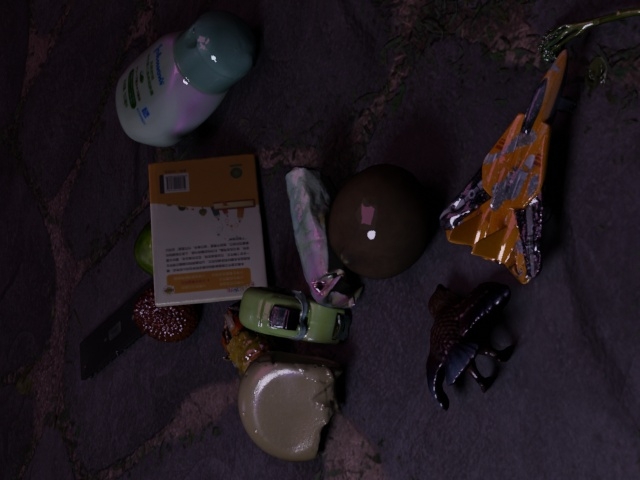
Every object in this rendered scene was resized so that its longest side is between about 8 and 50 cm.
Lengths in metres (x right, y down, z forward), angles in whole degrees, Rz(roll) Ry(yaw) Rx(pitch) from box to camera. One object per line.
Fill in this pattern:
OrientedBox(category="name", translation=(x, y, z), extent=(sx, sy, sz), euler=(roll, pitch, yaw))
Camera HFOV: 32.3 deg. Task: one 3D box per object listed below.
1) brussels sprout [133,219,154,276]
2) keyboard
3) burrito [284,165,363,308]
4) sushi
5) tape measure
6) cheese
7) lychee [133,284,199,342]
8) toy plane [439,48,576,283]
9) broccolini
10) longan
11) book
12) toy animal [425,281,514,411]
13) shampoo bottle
OrientedBox(category="brussels sprout", translation=(-0.272, 0.013, 2.136), extent=(0.180, 0.161, 0.144), euler=(-24, 58, 33))
OrientedBox(category="keyboard", translation=(-0.435, 0.202, 2.389), extent=(0.317, 0.027, 0.106), euler=(-37, 52, 38))
OrientedBox(category="burrito", translation=(0.000, 0.000, 1.837), extent=(0.089, 0.144, 0.229), euler=(-18, 65, 19))
OrientedBox(category="sushi", translation=(-0.114, 0.206, 1.963), extent=(0.097, 0.103, 0.226), euler=(-38, 46, 0))
OrientedBox(category="tape measure", translation=(-0.060, 0.122, 1.881), extent=(0.177, 0.154, 0.088), euler=(11, 92, 55))
OrientedBox(category="cheese", translation=(-0.050, 0.277, 1.833), extent=(0.091, 0.175, 0.203), euler=(-78, -11, -68))
OrientedBox(category="lychee", translation=(-0.303, 0.140, 2.169), extent=(0.123, 0.129, 0.123), euler=(-177, 90, -82))
OrientedBox(category="toy plane", translation=(0.293, -0.115, 1.565), extent=(0.204, 0.103, 0.316), euler=(33, 100, 46))
OrientedBox(category="broccolini", translation=(0.377, -0.293, 1.537), extent=(0.194, 0.052, 0.054), euler=(-11, 77, 47))
OrientedBox(category="longan", translation=(0.094, -0.029, 1.717), extent=(0.189, 0.189, 0.189), euler=(-15, 70, 47))
OrientedBox(category="book", translation=(-0.211, -0.023, 2.057), extent=(0.020, 0.207, 0.296), euler=(93, 171, -65))
OrientedBox(category="toy animal", translation=(0.195, 0.131, 1.600), extent=(0.179, 0.116, 0.219), euler=(51, 125, 42))
OrientedBox(category="shampoo bottle", translation=(-0.265, -0.334, 2.221), extent=(0.349, 0.151, 0.222), euler=(-28, 58, 42))
